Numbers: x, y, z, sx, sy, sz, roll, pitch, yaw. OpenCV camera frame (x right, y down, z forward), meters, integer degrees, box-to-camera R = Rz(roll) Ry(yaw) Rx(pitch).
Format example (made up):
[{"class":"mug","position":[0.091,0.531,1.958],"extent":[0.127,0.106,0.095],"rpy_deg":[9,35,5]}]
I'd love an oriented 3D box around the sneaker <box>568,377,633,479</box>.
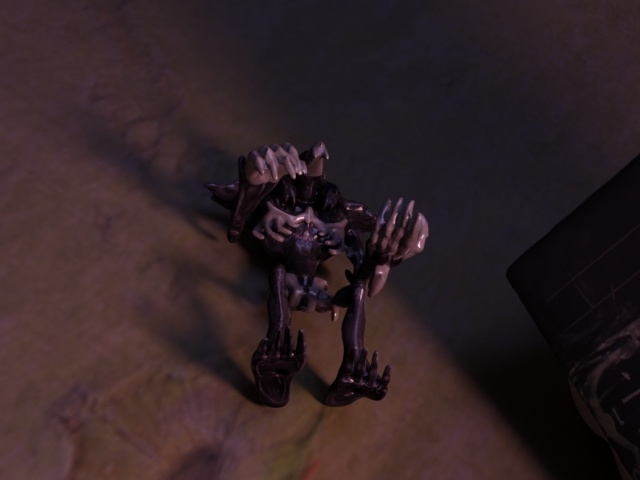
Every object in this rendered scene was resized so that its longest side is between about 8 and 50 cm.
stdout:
[{"class":"sneaker","position":[0.277,0.146,1.644],"extent":[0.094,0.080,0.212],"rpy_deg":[7,51,-37]}]

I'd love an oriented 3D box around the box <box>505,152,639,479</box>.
[{"class":"box","position":[0.474,0.068,1.445],"extent":[0.297,0.480,0.471],"rpy_deg":[-16,68,-46]}]

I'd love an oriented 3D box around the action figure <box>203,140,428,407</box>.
[{"class":"action figure","position":[0.000,0.000,1.556],"extent":[0.164,0.141,0.275],"rpy_deg":[14,42,-20]}]
